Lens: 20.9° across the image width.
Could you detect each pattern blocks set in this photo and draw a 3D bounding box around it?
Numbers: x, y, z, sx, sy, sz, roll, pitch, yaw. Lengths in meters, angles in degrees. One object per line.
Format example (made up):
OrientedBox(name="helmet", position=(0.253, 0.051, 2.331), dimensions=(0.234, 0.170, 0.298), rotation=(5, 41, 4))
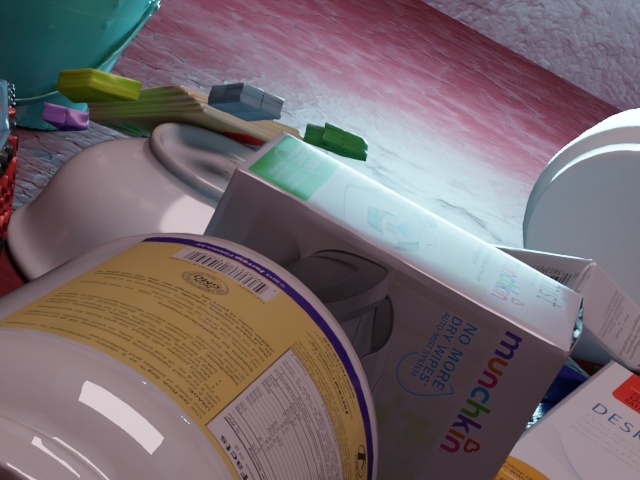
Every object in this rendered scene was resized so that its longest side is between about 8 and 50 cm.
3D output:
OrientedBox(name="pattern blocks set", position=(-0.112, -0.103, 1.560), dimensions=(0.325, 0.026, 0.285), rotation=(5, -12, 39))

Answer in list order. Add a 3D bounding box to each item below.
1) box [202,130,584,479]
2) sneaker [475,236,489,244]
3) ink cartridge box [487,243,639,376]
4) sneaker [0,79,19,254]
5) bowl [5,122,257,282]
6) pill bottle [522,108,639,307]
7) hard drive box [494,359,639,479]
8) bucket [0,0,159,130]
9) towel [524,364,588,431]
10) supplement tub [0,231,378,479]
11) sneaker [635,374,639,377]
OrientedBox(name="box", position=(0.005, 0.103, 1.116), dimensions=(0.231, 0.262, 0.127), rotation=(30, 19, 4))
OrientedBox(name="sneaker", position=(0.210, 0.063, 1.794), dimensions=(0.121, 0.079, 0.217), rotation=(19, 20, -26))
OrientedBox(name="ink cartridge box", position=(0.219, 0.090, 1.458), dimensions=(0.232, 0.066, 0.189), rotation=(46, -20, -29))
OrientedBox(name="sneaker", position=(-0.312, -0.060, 1.409), dimensions=(0.125, 0.104, 0.262), rotation=(4, 20, -13))
OrientedBox(name="bowl", position=(-0.102, -0.007, 1.461), dimensions=(0.298, 0.134, 0.298), rotation=(25, 19, -9))
OrientedBox(name="pill bottle", position=(0.329, -0.016, 1.784), dimensions=(0.224, 0.224, 0.392), rotation=(31, 14, 9))
OrientedBox(name="hard drive box", position=(0.218, 0.206, 1.257), dimensions=(0.181, 0.089, 0.232), rotation=(33, 34, 21))
OrientedBox(name="bucket", position=(-0.311, -0.246, 1.727), dimensions=(0.281, 0.183, 0.281), rotation=(24, 19, -9))
OrientedBox(name="towel", position=(0.260, 0.217, 1.482), dimensions=(0.228, 0.076, 0.308), rotation=(22, 18, 6))
OrientedBox(name="supplement tub", position=(-0.119, 0.141, 0.872), dimensions=(0.241, 0.241, 0.331), rotation=(30, 19, 8))
OrientedBox(name="sneaker", position=(0.475, 0.170, 1.843), dimensions=(0.293, 0.102, 0.146), rotation=(34, 19, 19))
